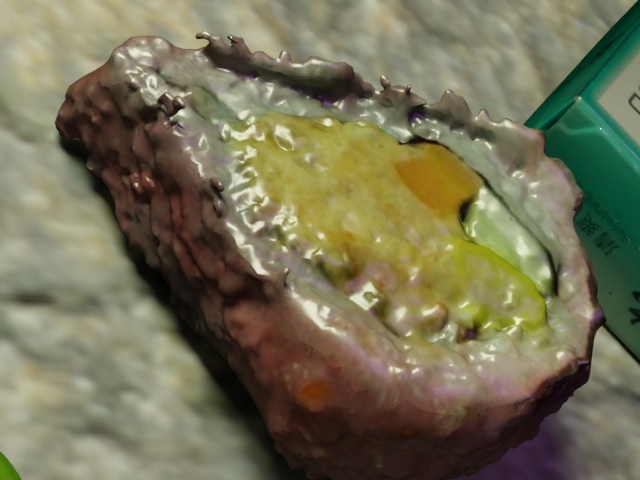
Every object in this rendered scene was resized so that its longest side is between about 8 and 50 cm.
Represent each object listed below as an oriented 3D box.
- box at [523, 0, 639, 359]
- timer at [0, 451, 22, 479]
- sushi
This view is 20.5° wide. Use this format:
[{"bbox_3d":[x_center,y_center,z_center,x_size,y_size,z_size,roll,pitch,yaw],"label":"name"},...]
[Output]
[{"bbox_3d":[0.210,-0.056,0.960,0.153,0.092,0.245,47,45,-1],"label":"box"},{"bbox_3d":[-0.173,0.106,0.607,0.140,0.047,0.128,32,47,-16],"label":"timer"},{"bbox_3d":[0.001,0.017,0.750,0.241,0.107,0.161,17,53,-17],"label":"sushi"}]
